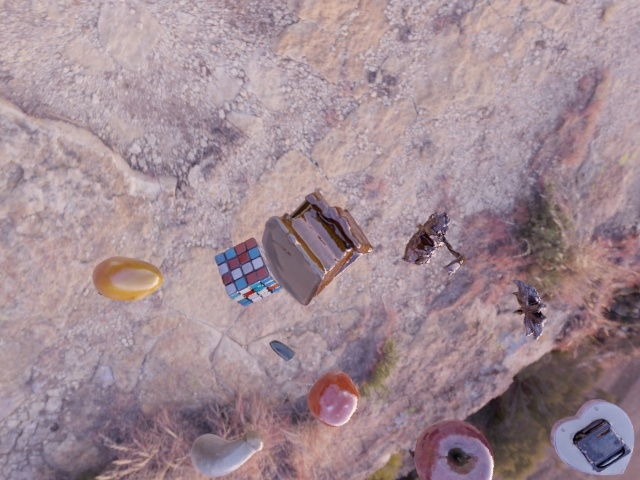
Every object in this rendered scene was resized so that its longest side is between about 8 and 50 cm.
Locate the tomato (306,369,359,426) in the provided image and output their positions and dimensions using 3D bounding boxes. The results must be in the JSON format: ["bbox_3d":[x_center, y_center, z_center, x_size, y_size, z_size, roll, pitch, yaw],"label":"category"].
[{"bbox_3d":[0.048,0.677,1.868,0.189,0.232,0.232,22,106,-39],"label":"tomato"}]

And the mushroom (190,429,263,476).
[{"bbox_3d":[-0.271,0.609,1.249,0.270,0.118,0.103,-21,124,35],"label":"mushroom"}]

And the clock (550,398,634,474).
[{"bbox_3d":[0.706,0.515,1.112,0.198,0.064,0.172,-36,80,6],"label":"clock"}]

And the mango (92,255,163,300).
[{"bbox_3d":[-0.631,0.126,1.448,0.187,0.257,0.138,45,48,-29],"label":"mango"}]

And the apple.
[{"bbox_3d":[0.266,0.441,0.883,0.153,0.153,0.120,-25,145,-10],"label":"apple"}]

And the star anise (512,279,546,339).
[{"bbox_3d":[0.473,0.150,0.988,0.042,0.141,0.141,-12,122,0],"label":"star anise"}]

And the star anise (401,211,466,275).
[{"bbox_3d":[0.395,0.019,1.530,0.148,0.346,0.237,33,105,-17],"label":"star anise"}]

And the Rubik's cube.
[{"bbox_3d":[-0.236,0.108,1.450,0.151,0.155,0.154,-27,155,1],"label":"Rubik's cube"}]

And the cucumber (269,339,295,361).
[{"bbox_3d":[-0.147,0.407,1.645,0.105,0.048,0.048,39,97,-6],"label":"cucumber"}]

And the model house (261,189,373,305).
[{"bbox_3d":[-0.001,0.001,1.025,0.199,0.219,0.229,50,55,3],"label":"model house"}]
